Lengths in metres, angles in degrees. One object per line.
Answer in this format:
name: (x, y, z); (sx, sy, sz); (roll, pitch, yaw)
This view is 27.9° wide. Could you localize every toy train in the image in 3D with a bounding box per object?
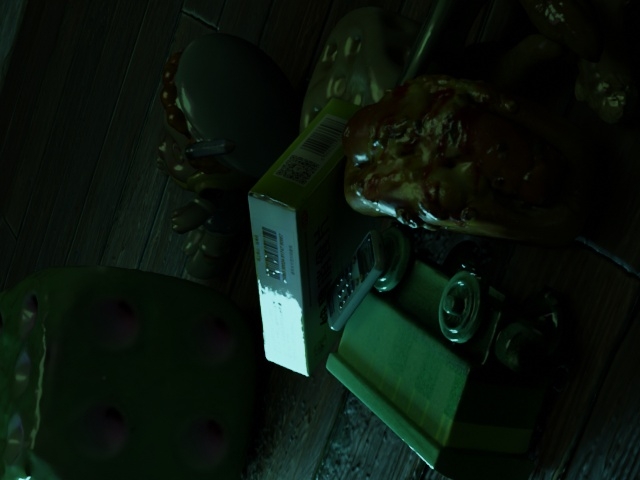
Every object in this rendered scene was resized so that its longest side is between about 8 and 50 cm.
toy train: (0.121, 0.103, 1.294); (0.301, 0.120, 0.202); (36, 112, 61)

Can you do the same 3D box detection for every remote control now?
remote control: (0.036, 0.042, 1.333); (0.124, 0.018, 0.053); (124, 150, -46)

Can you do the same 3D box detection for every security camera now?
security camera: (0.162, -0.265, 1.349); (0.301, 0.080, 0.157); (-64, 2, -4)

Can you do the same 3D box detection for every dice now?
dice: (-0.292, 0.222, 1.784); (0.318, 0.330, 0.322); (-26, 57, 58)

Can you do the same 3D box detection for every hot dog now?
hot dog: (0.125, -0.074, 1.232); (0.257, 0.153, 0.150); (11, 82, 29)

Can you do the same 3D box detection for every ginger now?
ginger: (0.273, -0.249, 1.223); (0.131, 0.086, 0.294); (-19, 69, 48)

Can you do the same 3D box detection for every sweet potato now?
sweet potato: (0.211, -0.228, 1.208); (0.182, 0.054, 0.053); (-115, 23, -51)
sweet potato: (0.200, -0.180, 1.323); (0.059, 0.069, 0.249); (-66, 20, -7)

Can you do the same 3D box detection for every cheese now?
cheese: (0.062, -0.155, 1.524); (0.218, 0.117, 0.235); (-29, 54, 56)

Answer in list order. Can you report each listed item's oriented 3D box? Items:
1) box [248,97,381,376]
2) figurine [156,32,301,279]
box: (0.001, -0.001, 1.407); (0.175, 0.062, 0.260); (-52, -28, -37)
figurine: (-0.139, -0.122, 1.846); (0.381, 0.205, 0.224); (109, 156, -56)
